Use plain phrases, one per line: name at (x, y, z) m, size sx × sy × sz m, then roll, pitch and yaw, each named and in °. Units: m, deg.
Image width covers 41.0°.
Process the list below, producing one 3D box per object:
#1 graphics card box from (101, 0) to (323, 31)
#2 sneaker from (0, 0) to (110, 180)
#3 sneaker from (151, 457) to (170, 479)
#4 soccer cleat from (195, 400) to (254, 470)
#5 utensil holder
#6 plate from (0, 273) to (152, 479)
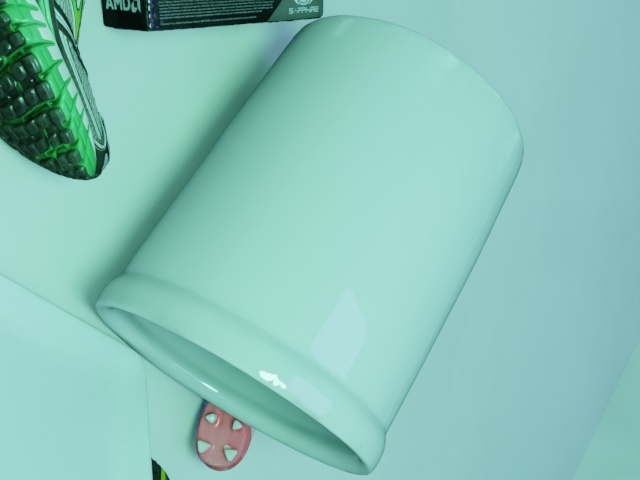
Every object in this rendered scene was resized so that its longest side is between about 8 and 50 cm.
graphics card box at (-0.106, -0.398, 0.835) m, size 0.233 × 0.094 × 0.370 m, roll -19°, pitch 115°, yaw -40°
sneaker at (-0.233, -0.210, 0.719) m, size 0.146 × 0.134 × 0.343 m, roll -36°, pitch 128°, yaw -41°
sneaker at (-0.273, 0.311, 0.866) m, size 0.145 × 0.147 × 0.385 m, roll 65°, pitch 18°, yaw 16°
soccer cleat at (-0.095, 0.169, 1.087) m, size 0.095 × 0.083 × 0.247 m, roll 96°, pitch 11°, yaw -75°
utensil holder at (0.000, 0.000, 0.927) m, size 0.385 × 0.328 × 0.327 m, roll -60°, pitch 140°, yaw -20°
plate at (-0.256, 0.180, 0.783) m, size 0.278 × 0.045 × 0.277 m, roll 43°, pitch 26°, yaw -47°
